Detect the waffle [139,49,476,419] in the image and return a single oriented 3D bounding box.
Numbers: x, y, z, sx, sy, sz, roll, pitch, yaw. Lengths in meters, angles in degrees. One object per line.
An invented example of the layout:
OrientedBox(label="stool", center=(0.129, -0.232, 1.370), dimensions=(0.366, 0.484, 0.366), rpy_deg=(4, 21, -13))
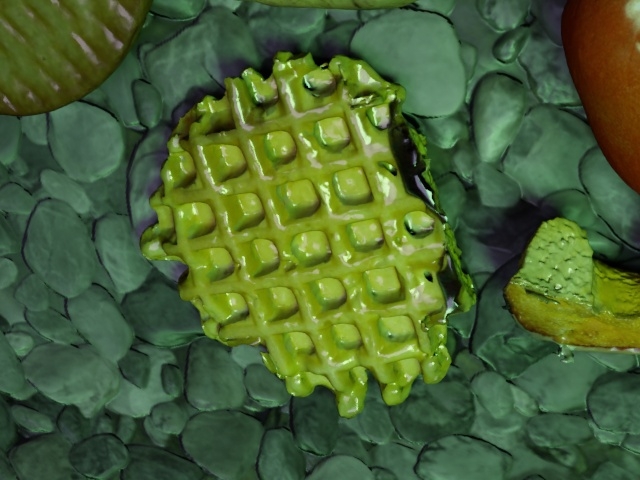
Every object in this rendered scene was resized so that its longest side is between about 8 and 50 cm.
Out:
OrientedBox(label="waffle", center=(-0.001, 0.002, 1.028), dimensions=(0.312, 0.060, 0.307), rpy_deg=(41, 123, -4))

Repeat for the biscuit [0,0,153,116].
OrientedBox(label="biscuit", center=(-0.280, -0.253, 1.004), dimensions=(0.318, 0.040, 0.318), rpy_deg=(8, 120, 15))

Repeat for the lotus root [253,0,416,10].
OrientedBox(label="lotus root", center=(-0.015, -0.226, 0.897), dimensions=(0.258, 0.097, 0.110), rpy_deg=(9, 112, 23))

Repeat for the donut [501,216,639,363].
OrientedBox(label="donut", center=(0.237, 0.038, 0.935), dimensions=(0.181, 0.078, 0.146), rpy_deg=(-6, 147, 30))

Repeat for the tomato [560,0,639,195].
OrientedBox(label="tomato", center=(0.281, -0.116, 0.802), dimensions=(0.260, 0.180, 0.259), rpy_deg=(8, 112, 21))
